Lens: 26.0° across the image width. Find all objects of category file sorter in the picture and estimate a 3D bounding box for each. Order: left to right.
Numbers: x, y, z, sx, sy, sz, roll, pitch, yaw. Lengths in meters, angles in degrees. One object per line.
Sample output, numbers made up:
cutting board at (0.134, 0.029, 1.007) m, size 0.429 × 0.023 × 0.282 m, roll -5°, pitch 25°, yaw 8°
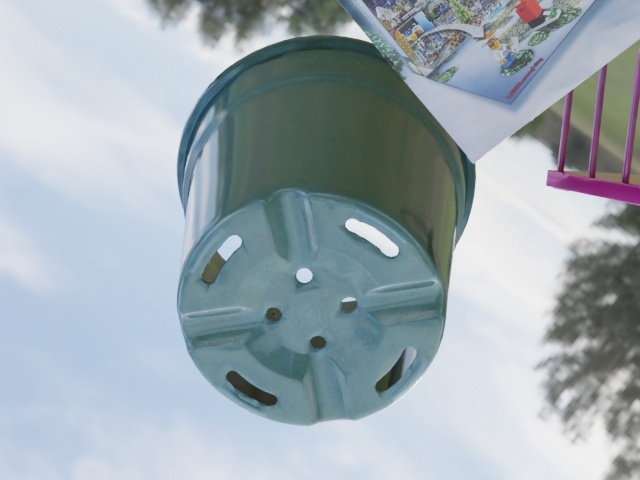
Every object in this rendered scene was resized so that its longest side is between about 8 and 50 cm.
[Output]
file sorter at (0.396, -0.125, 1.415) m, size 0.202 × 0.182 × 0.291 m, roll 2°, pitch -173°, yaw -20°

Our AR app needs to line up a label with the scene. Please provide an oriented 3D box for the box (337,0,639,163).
box at (0.129, -0.177, 0.793) m, size 0.159 × 0.233 × 0.044 m, roll 49°, pitch -163°, yaw -13°

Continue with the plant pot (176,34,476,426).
plant pot at (0.000, 0.000, 1.430) m, size 0.341 × 0.341 × 0.334 m, roll 33°, pitch -158°, yaw -13°
